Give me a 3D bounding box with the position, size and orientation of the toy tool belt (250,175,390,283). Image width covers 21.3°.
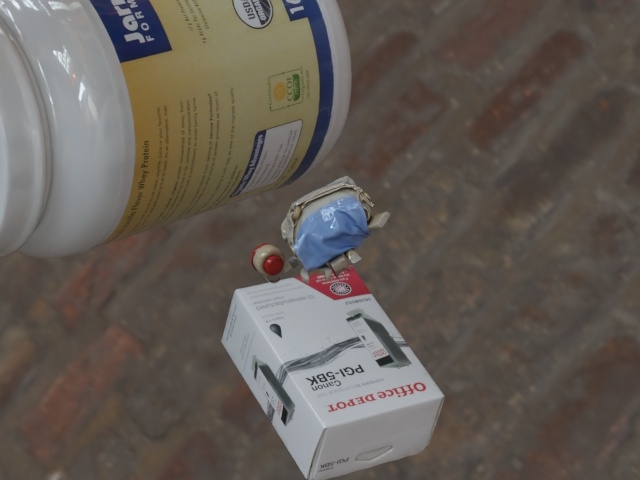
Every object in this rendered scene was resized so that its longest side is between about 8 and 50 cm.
[{"bbox_3d":[0.000,0.000,1.043,0.083,0.052,0.051,-37,35,-7],"label":"toy tool belt"}]

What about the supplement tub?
[{"bbox_3d":[-0.158,-0.116,1.275,0.316,0.228,0.228,-20,20,-40],"label":"supplement tub"}]

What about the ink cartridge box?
[{"bbox_3d":[0.008,0.088,1.162,0.135,0.099,0.056,54,143,36],"label":"ink cartridge box"}]
